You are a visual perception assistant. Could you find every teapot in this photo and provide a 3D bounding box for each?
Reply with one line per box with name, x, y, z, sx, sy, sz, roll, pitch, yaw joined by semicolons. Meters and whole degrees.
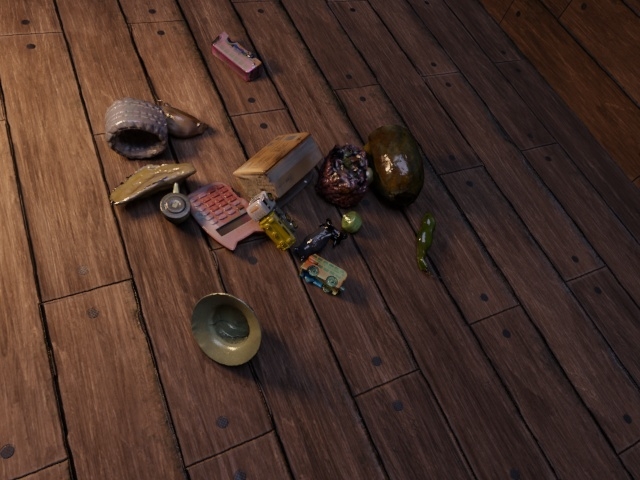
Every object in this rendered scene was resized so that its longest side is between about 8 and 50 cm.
teapot;-0.553;-0.125;1.768;0.111;0.108;0.149;-27;74;-26

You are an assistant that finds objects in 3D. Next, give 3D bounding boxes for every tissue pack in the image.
tissue pack;-0.157;-0.276;1.933;0.239;0.238;0.305;37;57;8

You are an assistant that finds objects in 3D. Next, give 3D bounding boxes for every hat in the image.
hat;-0.289;0.275;1.567;0.257;0.257;0.130;34;21;6

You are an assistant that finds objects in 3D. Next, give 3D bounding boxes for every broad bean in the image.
broad bean;0.454;0.012;1.994;0.098;0.056;0.317;11;62;-16

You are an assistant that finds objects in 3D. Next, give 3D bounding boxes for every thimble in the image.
thimble;-0.725;-0.448;1.856;0.237;0.205;0.172;-7;61;-10

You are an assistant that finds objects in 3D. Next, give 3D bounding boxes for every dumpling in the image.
dumpling;-0.648;-0.220;1.810;0.332;0.086;0.166;-24;41;-19

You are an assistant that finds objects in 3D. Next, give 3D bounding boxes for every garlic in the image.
garlic;-0.634;-0.530;2.005;0.267;0.148;0.128;37;94;4

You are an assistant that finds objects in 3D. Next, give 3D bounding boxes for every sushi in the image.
sushi;0.115;-0.287;2.011;0.237;0.170;0.270;17;55;-5

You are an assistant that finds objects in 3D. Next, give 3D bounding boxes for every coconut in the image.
coconut;0.127;-0.078;1.940;0.096;0.088;0.087;42;53;-23

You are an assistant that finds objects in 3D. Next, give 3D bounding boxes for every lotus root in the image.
lotus root;0.333;-0.322;2.064;0.251;0.250;0.345;-3;64;-17

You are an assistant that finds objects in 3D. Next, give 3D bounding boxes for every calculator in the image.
calculator;-0.380;-0.106;1.842;0.220;0.048;0.329;-34;70;-28

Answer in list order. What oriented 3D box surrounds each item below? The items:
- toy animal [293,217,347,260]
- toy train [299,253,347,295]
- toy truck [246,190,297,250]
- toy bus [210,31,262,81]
toy animal;-0.002;0.001;1.838;0.121;0.117;0.210;47;57;7
toy train;0.014;0.133;1.789;0.188;0.072;0.099;29;51;4
toy truck;-0.181;-0.071;1.788;0.227;0.098;0.114;50;28;-15
toy bus;-0.410;-0.898;2.289;0.274;0.090;0.112;41;67;12
